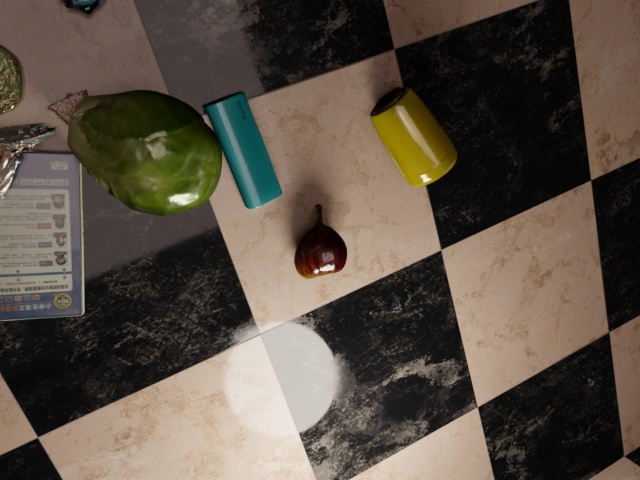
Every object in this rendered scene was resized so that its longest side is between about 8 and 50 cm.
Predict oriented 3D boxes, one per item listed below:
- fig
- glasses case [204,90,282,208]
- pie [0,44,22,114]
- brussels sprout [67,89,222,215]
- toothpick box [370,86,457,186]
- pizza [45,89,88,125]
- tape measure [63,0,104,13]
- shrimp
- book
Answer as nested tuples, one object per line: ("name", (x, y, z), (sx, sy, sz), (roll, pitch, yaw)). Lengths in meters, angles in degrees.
("fig", (0.010, 0.023, 1.607), (0.149, 0.148, 0.202), (21, 110, 8))
("glasses case", (-0.202, -0.243, 1.502), (0.117, 0.070, 0.301), (-27, 110, -14))
("pie", (-0.776, -0.371, 1.250), (0.186, 0.041, 0.187), (-6, 105, -21))
("brussels sprout", (-0.410, -0.216, 1.311), (0.354, 0.289, 0.282), (20, 107, -2))
("toothpick box", (0.266, -0.310, 1.618), (0.175, 0.175, 0.271), (-41, 111, -8))
("pizza", (-0.598, -0.325, 1.345), (0.100, 0.029, 0.099), (37, 80, -28))
("tape measure", (-0.550, -0.602, 1.263), (0.125, 0.081, 0.146), (39, 87, -15))
("shrimp", (-0.752, -0.174, 1.262), (0.316, 0.062, 0.164), (-24, 114, -11))
("book", (-0.746, -0.008, 1.356), (0.299, 0.039, 0.429), (0, 103, -22))
